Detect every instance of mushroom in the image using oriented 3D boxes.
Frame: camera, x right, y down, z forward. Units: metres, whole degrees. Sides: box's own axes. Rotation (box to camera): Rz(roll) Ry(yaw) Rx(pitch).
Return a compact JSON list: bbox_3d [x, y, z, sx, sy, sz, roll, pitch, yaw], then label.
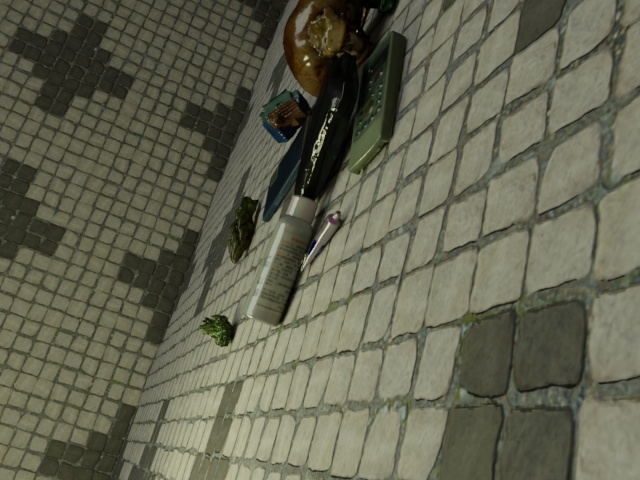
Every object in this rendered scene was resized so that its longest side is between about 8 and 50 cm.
[{"bbox_3d":[0.016,-0.471,1.460,0.263,0.195,0.283,-66,16,1],"label":"mushroom"}]

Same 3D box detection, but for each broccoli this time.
[{"bbox_3d":[-0.275,0.238,1.666,0.095,0.092,0.097,140,120,-61],"label":"broccoli"}]

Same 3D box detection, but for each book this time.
[{"bbox_3d":[-0.091,-0.198,1.765,0.269,0.025,0.191,-53,22,43],"label":"book"}]

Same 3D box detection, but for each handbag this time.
[{"bbox_3d":[0.012,-0.224,1.306,0.332,0.074,0.192,115,169,-45],"label":"handbag"}]

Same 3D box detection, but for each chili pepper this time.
[{"bbox_3d":[0.135,-0.566,1.447,0.216,0.062,0.108,-90,20,-53],"label":"chili pepper"}]

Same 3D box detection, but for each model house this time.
[{"bbox_3d":[-0.095,-0.337,1.776,0.148,0.119,0.149,-32,26,12],"label":"model house"}]

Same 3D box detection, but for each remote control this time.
[{"bbox_3d":[0.102,-0.256,1.167,0.123,0.038,0.285,-45,28,54],"label":"remote control"}]

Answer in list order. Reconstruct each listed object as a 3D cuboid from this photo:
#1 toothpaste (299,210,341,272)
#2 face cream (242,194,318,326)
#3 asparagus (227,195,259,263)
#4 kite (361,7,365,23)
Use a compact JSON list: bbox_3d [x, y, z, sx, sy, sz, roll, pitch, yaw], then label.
[{"bbox_3d":[0.000,0.000,1.180,0.170,0.028,0.045,-56,8,46],"label":"toothpaste"},{"bbox_3d":[-0.075,0.037,1.283,0.269,0.082,0.082,-69,15,-6],"label":"face cream"},{"bbox_3d":[-0.244,-0.046,1.983,0.080,0.080,0.287,-49,25,50],"label":"asparagus"},{"bbox_3d":[0.022,-0.567,1.736,0.327,0.013,0.378,-50,38,30],"label":"kite"}]
